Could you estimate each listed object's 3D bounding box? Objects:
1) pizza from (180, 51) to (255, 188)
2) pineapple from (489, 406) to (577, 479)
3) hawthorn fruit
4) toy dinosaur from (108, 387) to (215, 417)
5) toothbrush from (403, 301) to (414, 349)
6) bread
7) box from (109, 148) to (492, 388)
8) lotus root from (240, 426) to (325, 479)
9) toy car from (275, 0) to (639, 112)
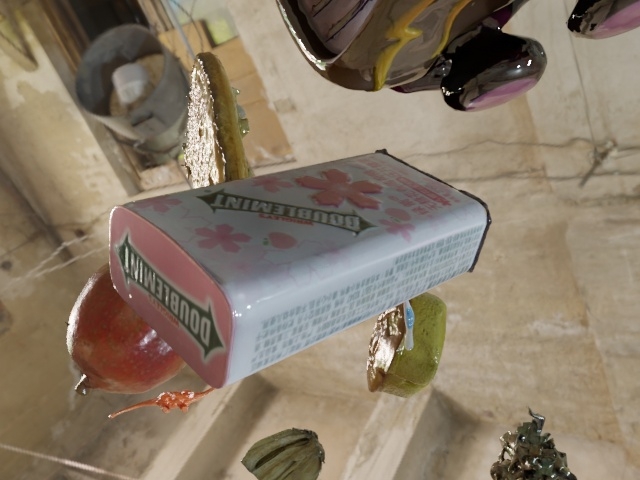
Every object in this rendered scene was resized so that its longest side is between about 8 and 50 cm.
[{"bbox_3d":[-0.157,-0.131,0.963,0.090,0.323,0.223,-2,150,-22],"label":"pizza"},{"bbox_3d":[0.373,0.447,1.094,0.263,0.262,0.271,-17,-157,18],"label":"pineapple"},{"bbox_3d":[-0.235,0.115,0.767,0.169,0.169,0.188,16,-105,58],"label":"hawthorn fruit"},{"bbox_3d":[-0.381,0.403,1.517,0.280,0.055,0.101,-6,173,-21],"label":"toy dinosaur"},{"bbox_3d":[0.114,0.101,0.798,0.014,0.162,0.017,-24,-126,-10],"label":"toothbrush"},{"bbox_3d":[0.192,0.236,1.425,0.148,0.269,0.269,18,-153,-2],"label":"bread"},{"bbox_3d":[0.000,0.000,0.621,0.370,0.112,0.190,-20,-137,-42],"label":"box"},{"bbox_3d":[-0.058,0.432,1.196,0.144,0.143,0.070,-35,180,1],"label":"lotus root"},{"bbox_3d":[0.057,-0.225,0.368,0.241,0.271,0.341,-14,172,-31],"label":"toy car"}]
